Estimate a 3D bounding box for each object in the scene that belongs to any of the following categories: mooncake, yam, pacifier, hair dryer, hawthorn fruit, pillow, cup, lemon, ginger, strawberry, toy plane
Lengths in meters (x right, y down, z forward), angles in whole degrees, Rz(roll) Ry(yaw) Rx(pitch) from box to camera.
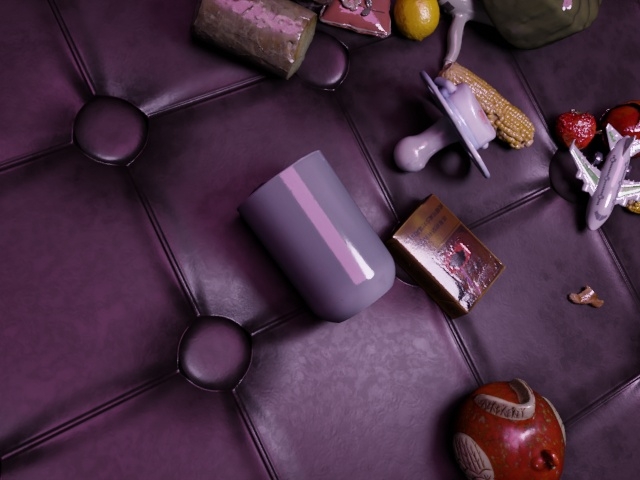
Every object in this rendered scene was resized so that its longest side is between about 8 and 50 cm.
[{"bbox_3d":[0.536,-0.654,1.639,0.356,0.194,0.357,7,79,-42],"label":"mooncake"},{"bbox_3d":[-0.143,-0.460,1.444,0.268,0.161,0.161,23,72,-12],"label":"yam"},{"bbox_3d":[0.262,-0.241,1.531,0.225,0.238,0.287,-32,117,8],"label":"pacifier"},{"bbox_3d":[0.382,-0.507,1.684,0.229,0.092,0.267,-4,93,-25],"label":"hair dryer"},{"bbox_3d":[0.766,-0.279,1.709,0.171,0.148,0.148,-2,78,-1],"label":"hawthorn fruit"},{"bbox_3d":[0.093,-0.573,1.591,0.171,0.075,0.179,12,72,-10],"label":"pillow"},{"bbox_3d":[0.000,0.000,1.360,0.205,0.205,0.312,-35,90,-22],"label":"cup"},{"bbox_3d":[0.227,-0.540,1.609,0.109,0.109,0.133,-18,108,-21],"label":"lemon"},{"bbox_3d":[0.643,0.131,1.628,0.097,0.030,0.048,11,76,-17],"label":"ginger"},{"bbox_3d":[0.630,-0.272,1.687,0.106,0.106,0.106,4,76,-17],"label":"strawberry"},{"bbox_3d":[0.701,-0.144,1.647,0.251,0.101,0.255,21,95,1],"label":"toy plane"}]

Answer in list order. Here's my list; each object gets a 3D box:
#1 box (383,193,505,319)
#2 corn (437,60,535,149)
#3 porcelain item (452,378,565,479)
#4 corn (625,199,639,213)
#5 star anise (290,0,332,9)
[{"bbox_3d":[0.275,0.034,1.513,0.240,0.071,0.159,46,67,-2],"label":"box"},{"bbox_3d":[0.400,-0.317,1.614,0.288,0.086,0.087,36,69,-13],"label":"corn"},{"bbox_3d":[0.403,0.409,1.382,0.252,0.253,0.253,4,76,-17],"label":"porcelain item"},{"bbox_3d":[0.866,-0.103,1.735,0.203,0.072,0.072,-1,78,-19],"label":"corn"},{"bbox_3d":[-0.084,-0.579,1.431,0.331,0.331,0.118,23,90,-12],"label":"star anise"}]
